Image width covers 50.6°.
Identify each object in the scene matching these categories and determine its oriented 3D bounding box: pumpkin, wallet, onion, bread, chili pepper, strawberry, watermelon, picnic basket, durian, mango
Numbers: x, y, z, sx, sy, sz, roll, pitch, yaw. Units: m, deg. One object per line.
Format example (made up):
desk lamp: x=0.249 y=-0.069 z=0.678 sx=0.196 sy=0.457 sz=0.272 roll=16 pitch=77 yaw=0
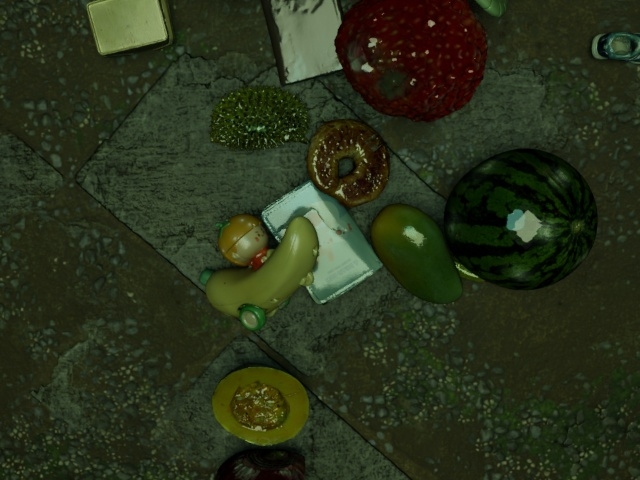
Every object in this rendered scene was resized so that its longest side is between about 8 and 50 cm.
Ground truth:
pumpkin: x=-0.134 y=0.350 z=1.524 sx=0.218 sy=0.110 sz=0.217 roll=-1 pitch=112 yaw=-3
wallet: x=-0.041 y=-0.488 z=1.398 sx=0.166 sy=0.042 sz=0.309 roll=-14 pitch=98 yaw=6
onion: x=-0.149 y=0.587 z=1.506 sx=0.207 sy=0.206 sz=0.216 roll=8 pitch=99 yaw=0
bread: x=0.059 y=-0.165 z=1.421 sx=0.194 sy=0.064 sz=0.193 roll=0 pitch=89 yaw=-15
chili pepper: x=0.330 y=0.063 z=1.483 sx=0.208 sy=0.043 sz=0.048 roll=12 pitch=113 yaw=0
strawberry: x=0.176 y=-0.366 z=1.283 sx=0.292 sy=0.310 sz=0.291 roll=1 pitch=97 yaw=5
watermelon: x=0.398 y=-0.042 z=1.348 sx=0.286 sy=0.285 sz=0.284 roll=0 pitch=100 yaw=2
wallet: x=0.000 y=0.000 z=1.468 sx=0.176 sy=0.075 sz=0.250 roll=-33 pitch=96 yaw=3
picnic basket: x=-0.388 y=-0.447 z=1.397 sx=0.164 sy=0.079 sz=0.115 roll=-10 pitch=101 yaw=4
durian: x=-0.122 y=-0.251 z=1.412 sx=0.221 sy=0.095 sz=0.137 roll=-2 pitch=115 yaw=-9
mango: x=0.207 y=0.031 z=1.437 sx=0.157 sy=0.114 sz=0.251 roll=-24 pitch=113 yaw=37

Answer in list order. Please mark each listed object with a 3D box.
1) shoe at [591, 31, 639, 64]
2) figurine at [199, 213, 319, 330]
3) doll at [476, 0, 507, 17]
shoe: x=0.631 y=-0.395 z=1.379 sx=0.143 sy=0.071 sz=0.063 roll=4 pitch=101 yaw=-4
figurine: x=-0.131 y=0.044 z=1.409 sx=0.222 sy=0.124 sz=0.324 roll=50 pitch=127 yaw=4
doll: x=0.320 y=-0.572 z=1.264 sx=0.216 sy=0.284 sz=0.268 roll=-17 pitch=115 yaw=47
